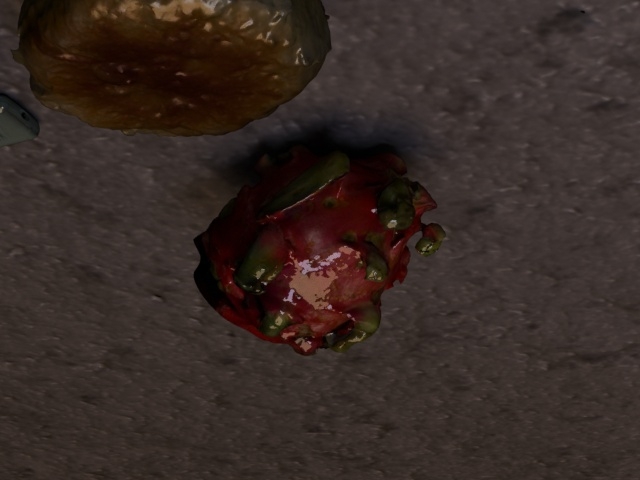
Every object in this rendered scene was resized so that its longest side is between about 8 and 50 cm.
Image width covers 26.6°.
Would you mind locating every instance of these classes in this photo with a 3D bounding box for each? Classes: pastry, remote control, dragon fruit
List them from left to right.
[{"bbox_3d":[-0.282,-0.085,1.061,0.124,0.018,0.053,-12,149,25],"label":"remote control"},{"bbox_3d":[-0.094,-0.138,0.868,0.182,0.093,0.192,19,152,-29],"label":"pastry"},{"bbox_3d":[0.000,0.000,1.051,0.160,0.166,0.172,45,107,2],"label":"dragon fruit"}]
